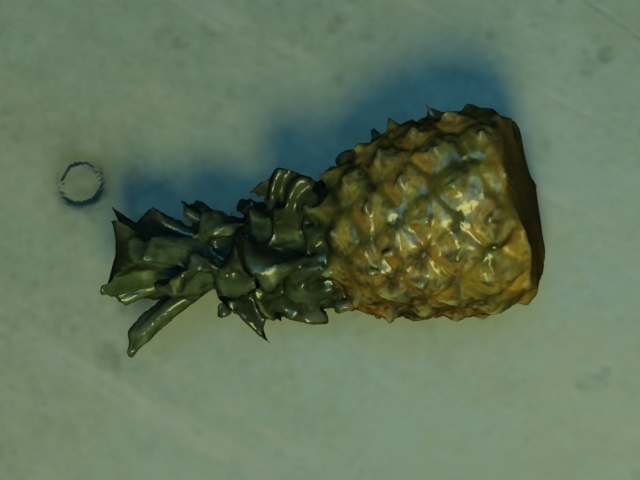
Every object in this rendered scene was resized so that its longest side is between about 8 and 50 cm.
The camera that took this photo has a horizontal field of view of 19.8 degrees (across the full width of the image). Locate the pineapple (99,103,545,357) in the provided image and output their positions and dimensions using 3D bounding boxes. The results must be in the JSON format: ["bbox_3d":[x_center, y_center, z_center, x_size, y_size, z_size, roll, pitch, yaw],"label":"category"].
[{"bbox_3d":[0.000,-0.001,1.047,0.248,0.128,0.128,-11,79,11],"label":"pineapple"}]
